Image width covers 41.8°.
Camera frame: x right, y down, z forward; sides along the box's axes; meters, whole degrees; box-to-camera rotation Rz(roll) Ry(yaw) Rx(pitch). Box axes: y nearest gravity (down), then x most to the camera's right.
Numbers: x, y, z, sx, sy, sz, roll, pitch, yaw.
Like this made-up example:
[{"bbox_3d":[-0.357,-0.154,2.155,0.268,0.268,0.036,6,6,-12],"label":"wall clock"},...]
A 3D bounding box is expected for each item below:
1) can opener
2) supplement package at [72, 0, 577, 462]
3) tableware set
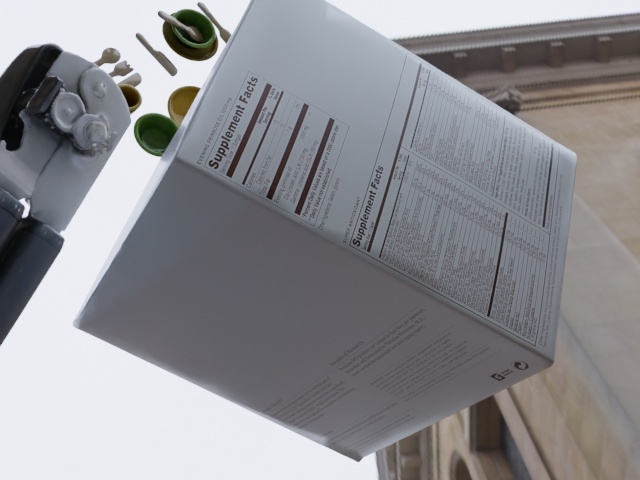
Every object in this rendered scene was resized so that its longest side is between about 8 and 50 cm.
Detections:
[{"bbox_3d":[-0.210,-0.002,0.535,0.093,0.280,0.074,4,-30,35],"label":"can opener"},{"bbox_3d":[0.000,0.000,0.485,0.203,0.149,0.194,29,-38,-14],"label":"supplement package"},{"bbox_3d":[-0.104,-0.129,0.652,0.104,0.154,0.024,48,-38,-1],"label":"tableware set"}]
